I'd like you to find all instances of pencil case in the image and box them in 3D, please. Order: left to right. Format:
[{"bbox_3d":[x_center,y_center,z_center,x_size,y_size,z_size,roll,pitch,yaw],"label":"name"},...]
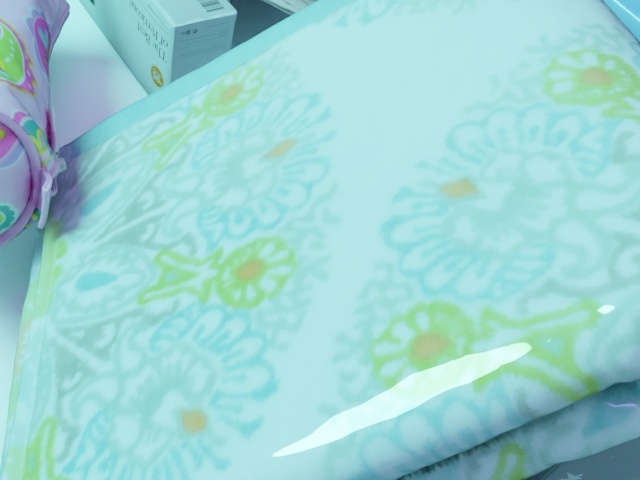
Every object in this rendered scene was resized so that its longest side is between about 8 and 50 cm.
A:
[{"bbox_3d":[-0.230,-0.110,0.549,0.124,0.124,0.284,0,39,-16],"label":"pencil case"}]

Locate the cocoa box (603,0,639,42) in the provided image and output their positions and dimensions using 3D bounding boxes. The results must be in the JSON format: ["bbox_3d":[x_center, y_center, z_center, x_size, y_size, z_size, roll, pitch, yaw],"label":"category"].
[{"bbox_3d":[0.238,-0.130,0.649,0.228,0.231,0.347,-24,61,-29],"label":"cocoa box"}]

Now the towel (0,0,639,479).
[{"bbox_3d":[0.000,0.000,0.437,0.374,0.090,0.320,-26,44,12],"label":"towel"}]

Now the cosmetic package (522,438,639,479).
[{"bbox_3d":[0.207,0.084,0.457,0.127,0.238,0.107,18,49,0],"label":"cosmetic package"}]

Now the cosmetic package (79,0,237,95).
[{"bbox_3d":[-0.161,-0.218,0.702,0.060,0.099,0.239,-23,60,-28],"label":"cosmetic package"}]

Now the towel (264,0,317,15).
[{"bbox_3d":[-0.110,-0.333,0.749,0.317,0.053,0.332,21,34,-22],"label":"towel"}]
